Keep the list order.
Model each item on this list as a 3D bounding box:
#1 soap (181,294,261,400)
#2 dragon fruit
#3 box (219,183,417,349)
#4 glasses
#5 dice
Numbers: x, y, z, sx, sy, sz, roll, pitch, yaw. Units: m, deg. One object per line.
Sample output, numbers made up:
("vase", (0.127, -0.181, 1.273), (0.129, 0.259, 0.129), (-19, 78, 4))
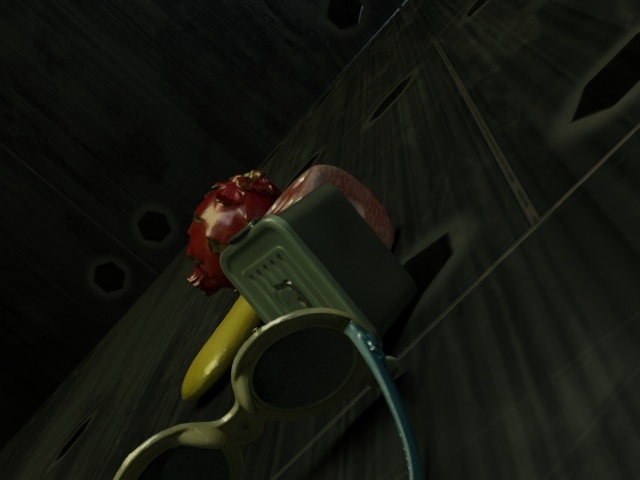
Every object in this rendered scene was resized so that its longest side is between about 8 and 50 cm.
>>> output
("soap", (-0.094, 0.100, 1.008), (0.089, 0.033, 0.168), (-34, 18, 50))
("dragon fruit", (-0.096, 0.001, 1.158), (0.166, 0.136, 0.133), (-55, 50, 9))
("box", (0.002, 0.026, 0.643), (0.069, 0.122, 0.084), (-42, 4, -41))
("glasses", (-0.037, 0.129, 0.469), (0.189, 0.088, 0.220), (-44, 11, 5))
("dice", (0.000, 0.000, 0.800), (0.091, 0.093, 0.094), (-42, 11, 33))
